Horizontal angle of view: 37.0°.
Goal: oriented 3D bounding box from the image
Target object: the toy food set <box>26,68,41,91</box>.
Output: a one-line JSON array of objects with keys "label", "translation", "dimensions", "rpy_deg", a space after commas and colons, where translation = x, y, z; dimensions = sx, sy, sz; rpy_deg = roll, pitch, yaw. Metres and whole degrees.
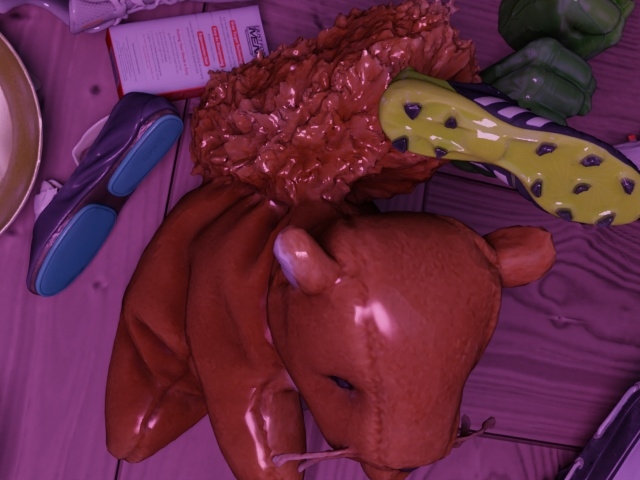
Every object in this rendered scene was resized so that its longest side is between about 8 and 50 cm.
[{"label": "toy food set", "translation": [-0.340, -0.106, 0.812], "dimensions": [0.132, 0.038, 0.192], "rpy_deg": [38, 75, -10]}]

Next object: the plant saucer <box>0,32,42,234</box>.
[{"label": "plant saucer", "translation": [-0.350, -0.089, 0.777], "dimensions": [0.241, 0.037, 0.240], "rpy_deg": [-2, 97, -14]}]

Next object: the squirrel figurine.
[{"label": "squirrel figurine", "translation": [0.000, 0.000, 0.728], "dimensions": [0.281, 0.370, 0.396], "rpy_deg": [4, 82, -16]}]

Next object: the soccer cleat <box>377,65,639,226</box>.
[{"label": "soccer cleat", "translation": [0.123, -0.064, 0.597], "dimensions": [0.179, 0.060, 0.072], "rpy_deg": [22, 38, -3]}]

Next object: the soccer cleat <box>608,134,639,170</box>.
[{"label": "soccer cleat", "translation": [0.299, -0.063, 0.988], "dimensions": [0.196, 0.068, 0.076], "rpy_deg": [-16, 91, -21]}]

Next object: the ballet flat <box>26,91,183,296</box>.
[{"label": "ballet flat", "translation": [-0.200, -0.046, 0.832], "dimensions": [0.074, 0.074, 0.203], "rpy_deg": [36, 92, -10]}]

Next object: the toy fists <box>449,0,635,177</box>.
[{"label": "toy fists", "translation": [0.224, -0.185, 0.938], "dimensions": [0.096, 0.142, 0.279], "rpy_deg": [30, 76, -12]}]

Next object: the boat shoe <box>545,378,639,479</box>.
[{"label": "boat shoe", "translation": [0.261, 0.260, 0.916], "dimensions": [0.113, 0.105, 0.306], "rpy_deg": [23, 102, -24]}]

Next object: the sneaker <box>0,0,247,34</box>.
[{"label": "sneaker", "translation": [-0.171, -0.224, 0.834], "dimensions": [0.263, 0.099, 0.121], "rpy_deg": [4, 60, -9]}]

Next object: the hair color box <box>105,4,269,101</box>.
[{"label": "hair color box", "translation": [-0.121, -0.169, 0.884], "dimensions": [0.141, 0.043, 0.071], "rpy_deg": [-12, 87, -17]}]
